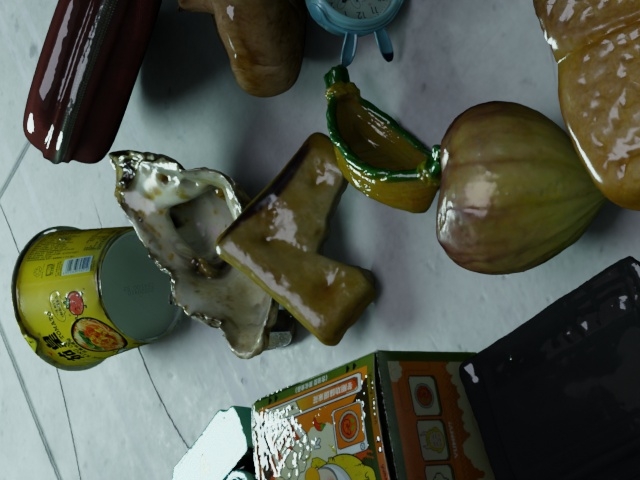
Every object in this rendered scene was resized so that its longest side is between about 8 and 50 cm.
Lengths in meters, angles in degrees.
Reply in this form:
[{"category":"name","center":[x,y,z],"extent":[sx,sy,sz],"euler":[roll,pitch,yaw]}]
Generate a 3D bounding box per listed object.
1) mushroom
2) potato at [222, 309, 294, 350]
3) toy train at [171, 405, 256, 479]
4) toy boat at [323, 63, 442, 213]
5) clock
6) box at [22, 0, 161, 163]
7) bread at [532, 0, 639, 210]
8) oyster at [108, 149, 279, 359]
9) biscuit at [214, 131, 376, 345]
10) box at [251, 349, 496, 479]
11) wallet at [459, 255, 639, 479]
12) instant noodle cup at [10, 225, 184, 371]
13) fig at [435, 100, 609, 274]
[{"category":"mushroom","center":[-0.093,-0.291,1.719],"extent":[0.278,0.146,0.278],"euler":[163,90,-88]},{"category":"potato","center":[-0.059,0.100,1.780],"extent":[0.093,0.036,0.037],"euler":[-7,44,32]},{"category":"toy train","center":[-0.088,0.275,1.742],"extent":[0.198,0.107,0.154],"euler":[-53,42,33]},{"category":"toy boat","center":[0.062,-0.099,1.604],"extent":[0.229,0.089,0.088],"euler":[41,132,48]},{"category":"clock","center":[0.033,-0.253,1.648],"extent":[0.045,0.108,0.147],"euler":[132,126,-66]},{"category":"box","center":[-0.262,-0.213,1.850],"extent":[0.404,0.108,0.263],"euler":[-151,80,-82]},{"category":"bread","center":[0.334,-0.195,1.246],"extent":[0.337,0.148,0.328],"euler":[-24,72,45]},{"category":"oyster","center":[-0.132,-0.003,1.814],"extent":[0.341,0.110,0.166],"euler":[32,104,44]},{"category":"biscuit","center":[0.000,0.000,1.679],"extent":[0.174,0.039,0.183],"euler":[-45,72,-5]},{"category":"box","center":[0.053,0.215,1.539],"extent":[0.195,0.148,0.177],"euler":[-26,68,47]},{"category":"wallet","center":[0.248,0.206,1.386],"extent":[0.247,0.041,0.323],"euler":[-39,61,42]},{"category":"instant noodle cup","center":[-0.258,0.061,1.919],"extent":[0.144,0.182,0.182],"euler":[-11,78,42]},{"category":"fig","center":[0.195,-0.053,1.394],"extent":[0.231,0.143,0.160],"euler":[-15,58,51]}]
